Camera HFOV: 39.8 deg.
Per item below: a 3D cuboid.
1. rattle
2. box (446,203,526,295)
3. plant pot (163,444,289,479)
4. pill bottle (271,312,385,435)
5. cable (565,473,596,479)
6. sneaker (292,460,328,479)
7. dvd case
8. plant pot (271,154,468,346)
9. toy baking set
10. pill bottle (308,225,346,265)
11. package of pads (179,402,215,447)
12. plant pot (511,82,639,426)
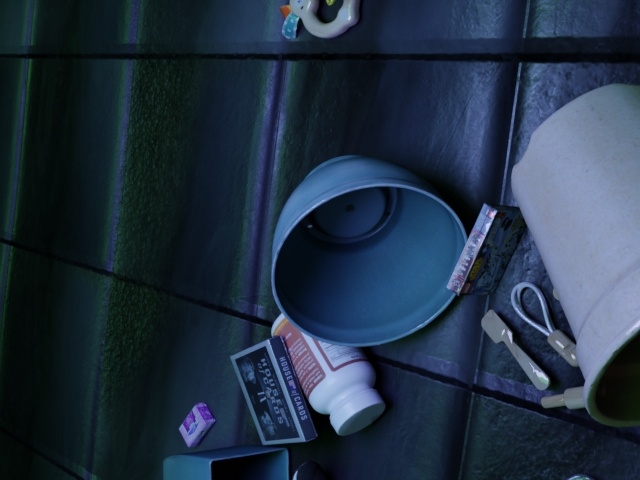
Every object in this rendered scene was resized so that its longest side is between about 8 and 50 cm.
[{"bbox_3d":[-0.037,-0.412,1.539,0.199,0.142,0.130,6,111,38],"label":"rattle"},{"bbox_3d":[0.244,0.015,1.278,0.027,0.094,0.137,36,112,38],"label":"box"},{"bbox_3d":[-0.192,0.463,1.639,0.234,0.165,0.166,-5,85,52],"label":"plant pot"},{"bbox_3d":[0.016,0.209,1.471,0.121,0.121,0.216,-51,56,30],"label":"pill bottle"},{"bbox_3d":[0.379,0.460,1.163,0.139,0.072,0.287,-37,54,23],"label":"cable"},{"bbox_3d":[0.049,0.495,1.463,0.124,0.107,0.283,-26,74,25],"label":"sneaker"},{"bbox_3d":[-0.086,0.267,1.544,0.179,0.029,0.238,69,156,6],"label":"dvd case"},{"bbox_3d":[0.059,-0.012,1.357,0.293,0.293,0.196,-57,26,26],"label":"plant pot"},{"bbox_3d":[0.347,0.137,1.223,0.256,0.030,0.197,-25,69,40],"label":"toy baking set"},{"bbox_3d":[0.000,0.000,1.524,0.078,0.078,0.137,-43,61,34],"label":"pill bottle"},{"bbox_3d":[-0.250,0.372,1.782,0.050,0.032,0.083,52,122,30],"label":"package of pads"},{"bbox_3d":[0.386,-0.005,1.021,0.334,0.333,0.306,-50,45,31],"label":"plant pot"}]
